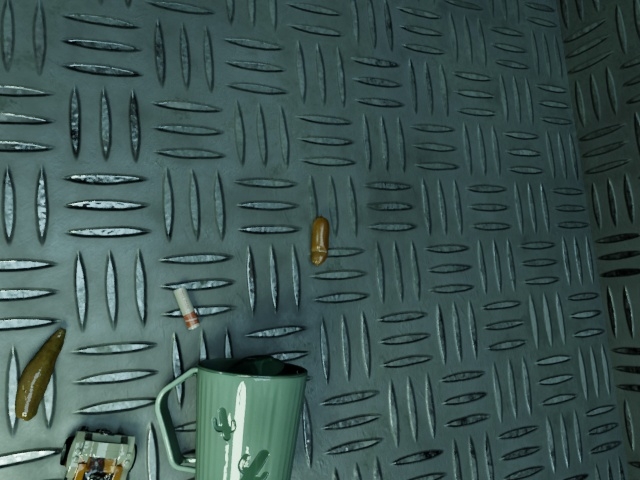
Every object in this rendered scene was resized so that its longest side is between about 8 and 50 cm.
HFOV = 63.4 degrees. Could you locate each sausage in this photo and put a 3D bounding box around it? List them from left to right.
[{"bbox_3d":[0.000,0.000,1.791,0.062,0.054,0.183,0,82,6],"label":"sausage"}]

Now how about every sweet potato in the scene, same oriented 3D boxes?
[{"bbox_3d":[-0.743,0.344,1.361,0.077,0.077,0.243,19,67,-22],"label":"sweet potato"}]

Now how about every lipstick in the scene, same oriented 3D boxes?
[{"bbox_3d":[-0.404,0.205,1.565,0.038,0.038,0.130,-22,92,-27],"label":"lipstick"}]

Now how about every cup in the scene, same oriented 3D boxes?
[{"bbox_3d":[-0.244,0.526,1.486,0.310,0.401,0.392,15,78,-58],"label":"cup"}]

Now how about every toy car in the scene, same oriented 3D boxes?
[{"bbox_3d":[-0.591,0.650,1.349,0.193,0.118,0.301,20,65,-29],"label":"toy car"}]
